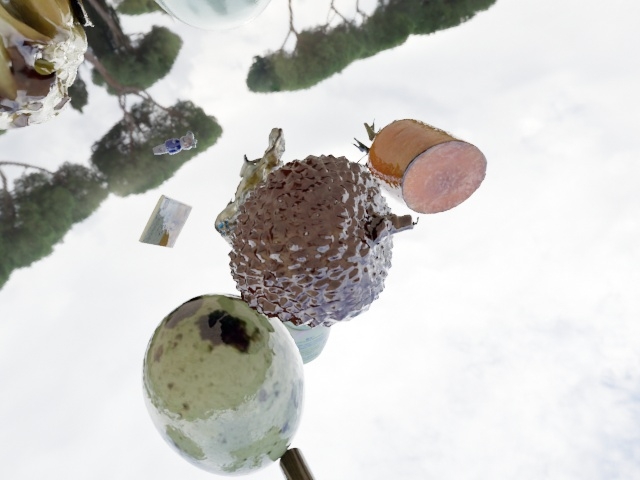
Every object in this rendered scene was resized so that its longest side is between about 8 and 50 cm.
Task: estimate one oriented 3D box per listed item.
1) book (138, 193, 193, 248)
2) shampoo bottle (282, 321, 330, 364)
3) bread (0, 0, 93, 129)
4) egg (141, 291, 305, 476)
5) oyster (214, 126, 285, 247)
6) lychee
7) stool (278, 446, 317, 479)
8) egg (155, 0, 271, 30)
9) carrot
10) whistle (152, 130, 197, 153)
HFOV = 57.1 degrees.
[{"bbox_3d":[-0.356,-0.041,1.367,0.012,0.172,0.118,27,-90,10],"label":"book"},{"bbox_3d":[-0.062,0.243,1.810,0.221,0.350,0.151,-14,-126,-18],"label":"shampoo bottle"},{"bbox_3d":[-0.316,-0.192,0.377,0.167,0.324,0.277,-69,-157,4],"label":"bread"},{"bbox_3d":[-0.166,0.267,1.074,0.287,0.379,0.288,-15,-141,12],"label":"egg"},{"bbox_3d":[-0.120,-0.097,1.082,0.214,0.083,0.223,-69,-167,-15],"label":"oyster"},{"bbox_3d":[0.000,0.000,0.894,0.300,0.264,0.264,-16,-145,20],"label":"lychee"},{"bbox_3d":[-0.019,0.607,1.131,0.310,0.310,0.226,-51,-144,-6],"label":"stool"},{"bbox_3d":[-0.176,-0.450,0.894,0.229,0.230,0.371,-17,-177,6],"label":"egg"},{"bbox_3d":[0.210,-0.175,1.362,0.214,0.193,0.331,-55,-147,11],"label":"carrot"},{"bbox_3d":[-0.273,-0.180,1.100,0.083,0.033,0.029,-17,-168,-1],"label":"whistle"}]
